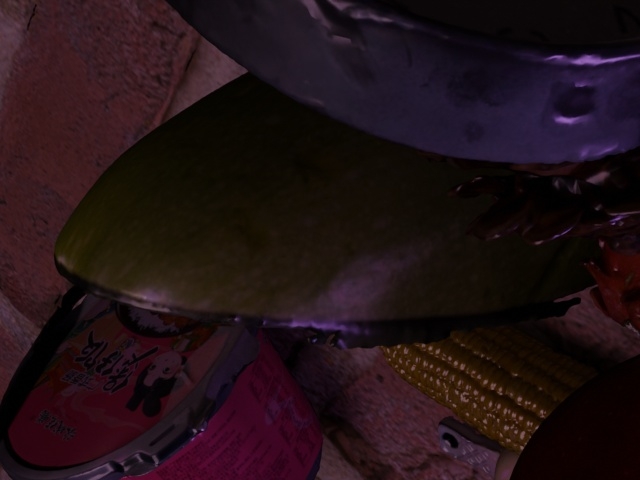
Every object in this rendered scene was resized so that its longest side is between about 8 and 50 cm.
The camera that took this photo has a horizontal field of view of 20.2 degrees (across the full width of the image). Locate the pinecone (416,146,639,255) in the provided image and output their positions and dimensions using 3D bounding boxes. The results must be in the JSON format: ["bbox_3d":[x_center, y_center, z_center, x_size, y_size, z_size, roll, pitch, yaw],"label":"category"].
[{"bbox_3d":[0.142,-0.087,0.908,0.207,0.207,0.208,34,146,27],"label":"pinecone"}]

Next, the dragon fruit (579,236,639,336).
[{"bbox_3d":[0.198,0.003,1.000,0.112,0.126,0.068,-17,103,13],"label":"dragon fruit"}]

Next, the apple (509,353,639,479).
[{"bbox_3d":[0.235,0.189,0.995,0.288,0.288,0.317,49,157,5],"label":"apple"}]

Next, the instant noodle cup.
[{"bbox_3d":[-0.115,0.153,1.487,0.181,0.258,0.302,53,-172,-30],"label":"instant noodle cup"}]

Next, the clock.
[{"bbox_3d":[0.064,-0.175,0.790,0.319,0.319,0.066,42,143,16],"label":"clock"}]

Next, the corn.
[{"bbox_3d":[0.135,0.103,1.229,0.238,0.080,0.080,26,142,37],"label":"corn"}]

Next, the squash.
[{"bbox_3d":[0.000,0.000,1.069,0.233,0.309,0.210,22,139,40],"label":"squash"}]

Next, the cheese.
[{"bbox_3d":[0.156,0.178,1.313,0.171,0.047,0.092,6,125,51],"label":"cheese"}]
